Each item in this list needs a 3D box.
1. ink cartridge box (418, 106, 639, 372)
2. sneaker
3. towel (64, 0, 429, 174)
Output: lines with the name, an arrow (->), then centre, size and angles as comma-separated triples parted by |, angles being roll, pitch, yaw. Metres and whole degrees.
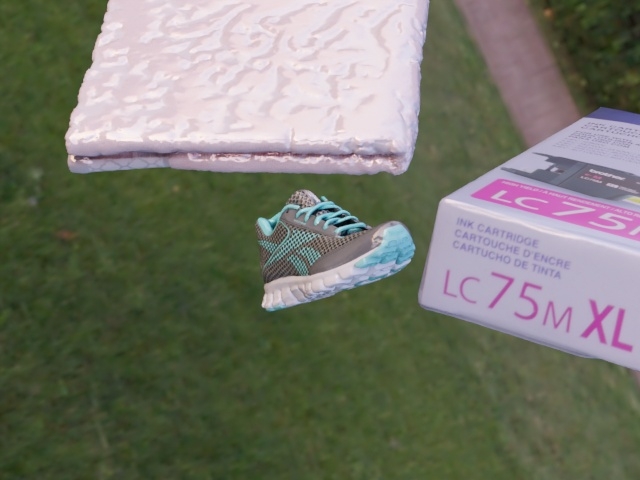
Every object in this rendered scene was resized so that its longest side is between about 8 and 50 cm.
ink cartridge box -> 0.192, -0.005, 0.771 | 0.311, 0.186, 0.065 | -25, 128, -62
sneaker -> 0.000, 0.000, 1.045 | 0.065, 0.166, 0.076 | -14, 87, -35
towel -> -0.059, -0.172, 1.458 | 0.331, 0.317, 0.053 | -82, 169, -49
